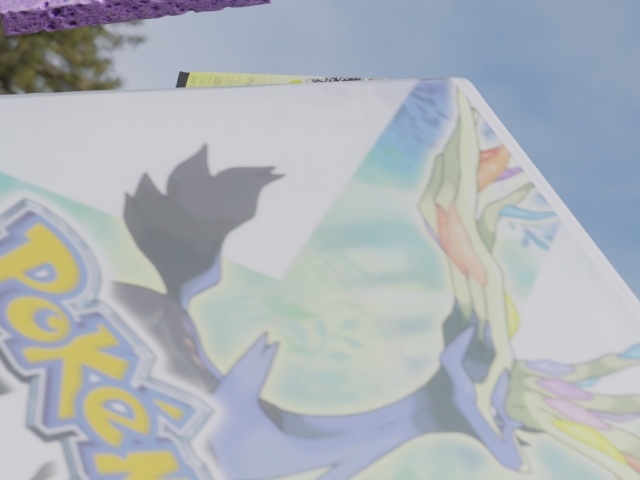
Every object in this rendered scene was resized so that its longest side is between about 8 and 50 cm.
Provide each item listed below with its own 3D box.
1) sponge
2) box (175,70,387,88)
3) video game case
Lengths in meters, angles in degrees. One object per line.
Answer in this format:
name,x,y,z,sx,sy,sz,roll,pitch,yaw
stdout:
sponge,-0.146,-0.221,1.123,0.210,0.117,0.031,-7,-35,-1
box,-0.043,-0.123,1.497,0.232,0.087,0.058,3,-29,18
video game case,0.011,0.073,0.431,0.329,0.300,0.036,57,-44,31
